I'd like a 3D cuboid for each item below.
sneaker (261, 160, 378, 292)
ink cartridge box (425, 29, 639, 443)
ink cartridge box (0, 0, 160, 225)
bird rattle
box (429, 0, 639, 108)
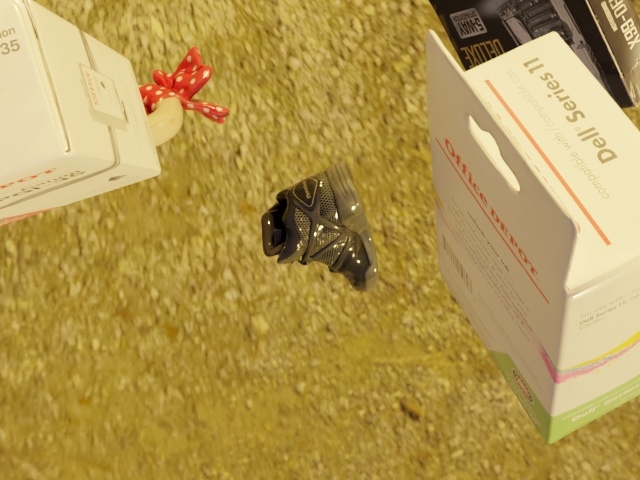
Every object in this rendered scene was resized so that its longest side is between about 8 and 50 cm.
[{"bbox_3d":[0.000,0.000,1.290,0.130,0.087,0.227,-19,147,4],"label":"sneaker"},{"bbox_3d":[0.182,-0.010,0.817,0.119,0.207,0.353,-25,149,-6],"label":"ink cartridge box"},{"bbox_3d":[-0.263,-0.081,0.814,0.207,0.283,0.117,-17,90,4],"label":"ink cartridge box"},{"bbox_3d":[-0.243,-0.153,1.296,0.253,0.207,0.143,7,121,-4],"label":"bird rattle"},{"bbox_3d":[0.310,-0.294,1.478,0.076,0.307,0.242,-37,108,-23],"label":"box"}]
